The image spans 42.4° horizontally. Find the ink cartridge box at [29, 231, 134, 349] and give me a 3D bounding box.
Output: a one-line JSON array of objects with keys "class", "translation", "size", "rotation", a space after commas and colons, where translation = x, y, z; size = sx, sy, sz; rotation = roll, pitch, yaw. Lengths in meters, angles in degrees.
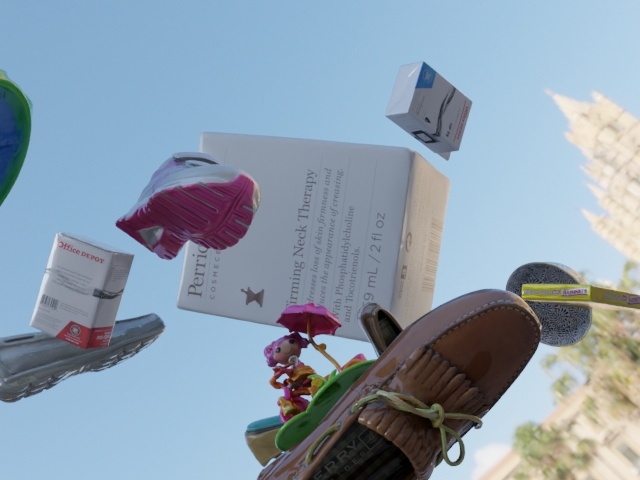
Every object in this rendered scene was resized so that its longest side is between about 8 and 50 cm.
[{"class": "ink cartridge box", "translation": [-0.320, 0.066, 1.113], "size": [0.056, 0.099, 0.135], "rotation": [8, -80, -69]}]

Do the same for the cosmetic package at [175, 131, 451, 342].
[{"class": "cosmetic package", "translation": [0.000, 0.000, 1.527], "size": [0.327, 0.394, 0.329], "rotation": [13, -96, -69]}]

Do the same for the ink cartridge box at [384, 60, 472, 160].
[{"class": "ink cartridge box", "translation": [0.206, -0.226, 1.471], "size": [0.180, 0.060, 0.104], "rotation": [29, -109, -36]}]

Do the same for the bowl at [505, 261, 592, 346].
[{"class": "bowl", "translation": [0.432, 0.101, 1.510], "size": [0.080, 0.170, 0.170], "rotation": [-32, -31, -41]}]

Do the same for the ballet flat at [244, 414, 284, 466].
[{"class": "ballet flat", "translation": [0.003, 0.271, 1.202], "size": [0.232, 0.073, 0.080], "rotation": [-20, 0, 16]}]

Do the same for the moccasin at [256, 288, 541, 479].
[{"class": "moccasin", "translation": [0.081, 0.199, 0.880], "size": [0.380, 0.139, 0.147], "rotation": [-37, 14, 2]}]

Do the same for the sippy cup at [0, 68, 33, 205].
[{"class": "sippy cup", "translation": [-0.474, -0.122, 0.879], "size": [0.240, 0.224, 0.305], "rotation": [-60, -9, -1]}]

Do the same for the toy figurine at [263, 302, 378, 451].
[{"class": "toy figurine", "translation": [-0.014, 0.155, 1.040], "size": [0.173, 0.159, 0.130], "rotation": [-33, -39, -6]}]

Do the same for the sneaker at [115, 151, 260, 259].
[{"class": "sneaker", "translation": [-0.143, -0.056, 0.937], "size": [0.103, 0.252, 0.111], "rotation": [40, -117, -26]}]

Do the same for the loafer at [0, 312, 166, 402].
[{"class": "loafer", "translation": [-0.405, 0.168, 1.382], "size": [0.319, 0.111, 0.112], "rotation": [-15, -21, -46]}]

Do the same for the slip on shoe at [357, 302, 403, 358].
[{"class": "slip on shoe", "translation": [0.099, 0.140, 1.091], "size": [0.051, 0.135, 0.041], "rotation": [-35, 10, -26]}]

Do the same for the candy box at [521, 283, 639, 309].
[{"class": "candy box", "translation": [0.388, 0.083, 1.194], "size": [0.206, 0.105, 0.027], "rotation": [11, -102, -47]}]
